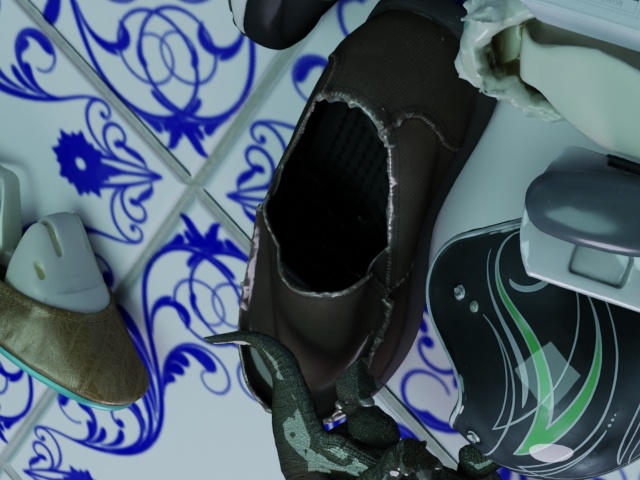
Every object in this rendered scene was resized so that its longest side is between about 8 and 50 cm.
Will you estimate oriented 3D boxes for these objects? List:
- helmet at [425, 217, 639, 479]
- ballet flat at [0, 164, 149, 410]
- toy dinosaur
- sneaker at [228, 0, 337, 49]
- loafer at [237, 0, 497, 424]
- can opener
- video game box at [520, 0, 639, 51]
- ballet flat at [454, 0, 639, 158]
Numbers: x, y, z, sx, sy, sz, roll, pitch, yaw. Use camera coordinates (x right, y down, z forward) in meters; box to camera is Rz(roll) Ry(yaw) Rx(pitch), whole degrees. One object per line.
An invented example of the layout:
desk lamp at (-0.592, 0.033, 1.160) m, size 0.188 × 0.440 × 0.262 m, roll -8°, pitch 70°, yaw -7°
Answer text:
helmet at (0.151, 0.061, 0.881) m, size 0.169 × 0.169 × 0.162 m, roll -17°, pitch 88°, yaw 44°
ballet flat at (-0.270, 0.007, 1.255) m, size 0.342 × 0.116 × 0.124 m, roll 35°, pitch 114°, yaw 23°
toy dinosaur at (0.049, 0.169, 0.978) m, size 0.313 × 0.121 × 0.160 m, roll 22°, pitch 137°, yaw -8°
sneaker at (0.044, -0.193, 0.856) m, size 0.124 × 0.107 × 0.283 m, roll 40°, pitch 135°, yaw 6°
loafer at (0.000, 0.000, 0.990) m, size 0.134 × 0.130 × 0.366 m, roll 33°, pitch 133°, yaw 20°
can opener at (0.238, 0.027, 0.761) m, size 0.283 × 0.095 × 0.076 m, roll 18°, pitch 102°, yaw 3°
video game box at (0.220, -0.166, 0.690) m, size 0.205 × 0.048 × 0.187 m, roll 23°, pitch 91°, yaw 28°
ballet flat at (0.247, -0.059, 0.747) m, size 0.409 × 0.147 × 0.147 m, roll 21°, pitch 128°, yaw 28°
